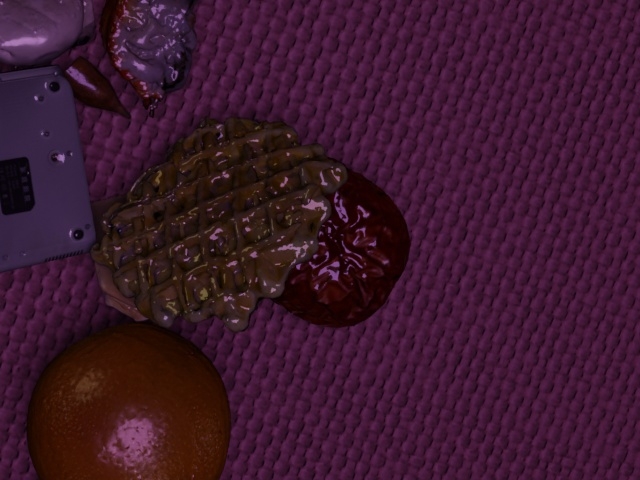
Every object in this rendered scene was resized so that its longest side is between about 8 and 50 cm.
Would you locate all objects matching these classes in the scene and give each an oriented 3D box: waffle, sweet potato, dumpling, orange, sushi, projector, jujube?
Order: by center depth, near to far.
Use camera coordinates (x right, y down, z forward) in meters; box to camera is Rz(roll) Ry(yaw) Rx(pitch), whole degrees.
[{"bbox_3d":[-0.130,-0.032,1.650,0.317,0.297,0.073,-55,146,-15],"label":"waffle"},{"bbox_3d":[-0.406,-0.088,1.664,0.198,0.108,0.250,-13,101,-32],"label":"projector"},{"bbox_3d":[-0.375,-0.295,1.675,0.176,0.092,0.150,-18,79,-16],"label":"dumpling"},{"bbox_3d":[-0.202,-0.331,1.697,0.130,0.124,0.332,19,94,-14],"label":"sushi"},{"bbox_3d":[-0.246,0.246,1.700,0.274,0.274,0.274,-2,99,-14],"label":"orange"},{"bbox_3d":[-0.297,-0.198,1.739,0.117,0.049,0.049,39,88,-27],"label":"sweet potato"},{"bbox_3d":[0.000,0.000,1.764,0.232,0.213,0.213,35,89,-15],"label":"jujube"}]

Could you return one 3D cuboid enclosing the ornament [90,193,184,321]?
[{"bbox_3d":[-0.241,-0.005,1.743,0.180,0.059,0.201,27,63,16],"label":"ornament"}]
